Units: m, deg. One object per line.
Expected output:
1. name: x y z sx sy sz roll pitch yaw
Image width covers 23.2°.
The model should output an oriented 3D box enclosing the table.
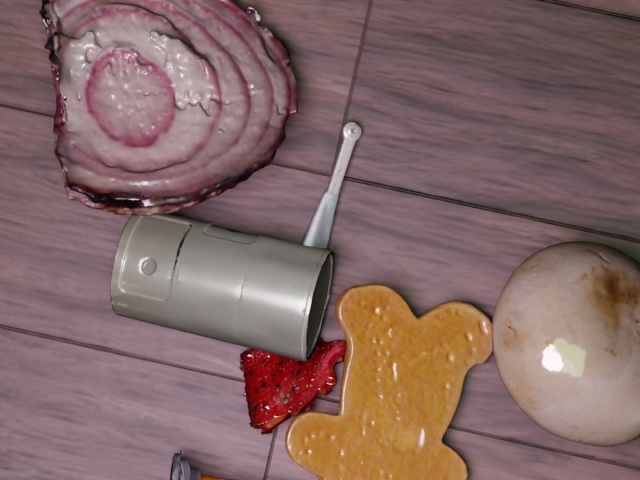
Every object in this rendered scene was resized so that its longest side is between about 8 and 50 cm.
1. table: -0.105 0.048 1.704 0.220 0.126 0.126 12 86 10

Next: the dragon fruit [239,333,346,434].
1. dragon fruit: -0.023 0.160 1.727 0.131 0.063 0.097 -16 102 -5

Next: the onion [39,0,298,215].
1. onion: -0.170 -0.136 1.725 0.280 0.146 0.314 1 55 -15

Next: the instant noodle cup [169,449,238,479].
1. instant noodle cup: -0.098 0.328 1.682 0.125 0.177 0.208 5 68 -13

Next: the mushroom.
1. mushroom: 0.282 0.112 1.685 0.226 0.178 0.226 8 73 -28

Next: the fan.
1. fan: 0.000 0.000 1.770 0.057 0.023 0.282 20 87 5

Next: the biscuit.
1. biscuit: 0.062 0.218 1.710 0.216 0.047 0.339 14 84 -16
